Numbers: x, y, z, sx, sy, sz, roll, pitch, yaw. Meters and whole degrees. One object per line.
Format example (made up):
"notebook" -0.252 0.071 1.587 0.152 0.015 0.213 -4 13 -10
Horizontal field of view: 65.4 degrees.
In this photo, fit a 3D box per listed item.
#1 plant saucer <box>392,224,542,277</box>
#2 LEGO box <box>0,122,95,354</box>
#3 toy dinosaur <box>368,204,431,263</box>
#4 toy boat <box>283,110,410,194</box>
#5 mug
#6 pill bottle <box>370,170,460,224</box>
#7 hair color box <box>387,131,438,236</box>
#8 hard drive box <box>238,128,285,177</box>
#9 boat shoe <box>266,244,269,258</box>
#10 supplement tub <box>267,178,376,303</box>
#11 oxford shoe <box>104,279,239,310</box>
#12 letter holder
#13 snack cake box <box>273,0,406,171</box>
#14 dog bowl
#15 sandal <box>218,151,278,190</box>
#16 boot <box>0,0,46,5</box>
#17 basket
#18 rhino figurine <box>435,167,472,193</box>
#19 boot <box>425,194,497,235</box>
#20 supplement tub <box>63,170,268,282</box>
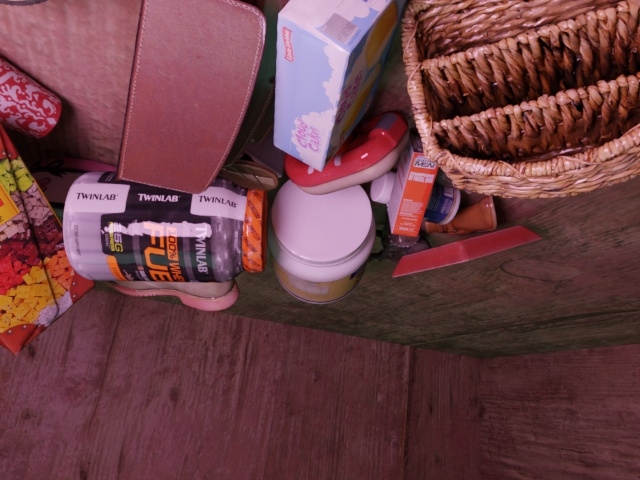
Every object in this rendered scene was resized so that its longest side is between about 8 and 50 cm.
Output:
"plant saucer" 0.334 0.022 1.177 0.259 0.047 0.259 -12 174 -30
"LEGO box" -0.712 -0.055 0.909 0.500 0.193 0.372 17 137 26
"toy dinosaur" 0.221 0.018 1.311 0.160 0.120 0.313 0 158 36
"toy boat" 0.026 -0.176 0.851 0.231 0.151 0.151 -13 122 42
"mug" -0.548 -0.264 0.848 0.113 0.150 0.169 -38 151 11
"pill bottle" 0.194 -0.095 1.037 0.170 0.094 0.094 13 159 -17
"hair color box" 0.168 -0.102 0.914 0.054 0.093 0.167 7 125 -3
"hard drive box" -0.207 -0.187 0.927 0.181 0.089 0.232 -9 155 36
"boat shoe" -0.244 -0.071 1.190 0.136 0.156 0.367 -27 141 11
"supplement tub" 0.000 0.000 1.152 0.241 0.240 0.331 6 161 1
"oxford shoe" -0.385 0.052 1.213 0.397 0.140 0.146 8 128 13
"letter holder" -0.123 -0.203 0.640 0.215 0.152 0.302 13 142 -20
"snack cake box" 0.018 -0.219 0.637 0.089 0.152 0.264 31 161 5
"dog bowl" -0.580 -0.071 1.287 0.408 0.150 0.408 7 161 2
"sandal" -0.155 -0.136 0.862 0.180 0.049 0.072 17 156 13
"boot" -0.328 -0.349 0.560 0.198 0.076 0.137 -7 155 1
"basket" 0.262 -0.182 0.594 0.299 0.213 0.223 -5 158 30
"rhino figurine" 0.280 -0.157 0.870 0.106 0.073 0.243 9 159 -16
"boot" 0.317 -0.050 1.141 0.153 0.072 0.197 -1 163 9
"supplement tub" -0.273 -0.024 0.937 0.338 0.207 0.207 1 160 -2
